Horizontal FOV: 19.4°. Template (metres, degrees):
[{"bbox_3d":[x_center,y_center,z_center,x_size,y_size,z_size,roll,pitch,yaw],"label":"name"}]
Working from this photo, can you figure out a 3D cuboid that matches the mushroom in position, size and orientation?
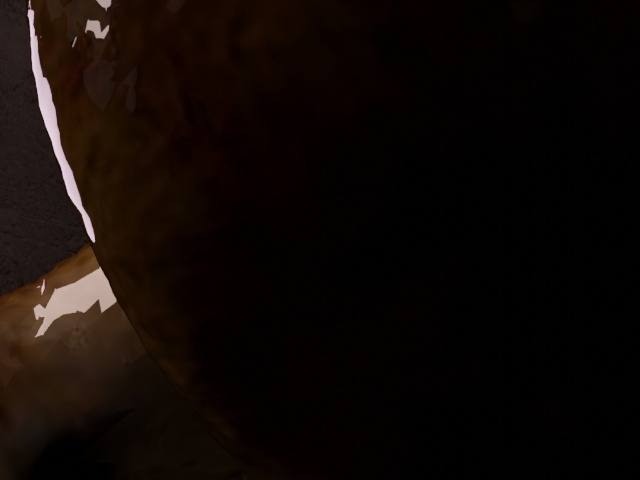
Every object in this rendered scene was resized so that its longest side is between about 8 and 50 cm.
[{"bbox_3d":[0.020,0.008,0.610,0.356,0.331,0.334,-44,21,37],"label":"mushroom"}]

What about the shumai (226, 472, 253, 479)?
[{"bbox_3d":[-0.035,0.208,0.922,0.262,0.314,0.267,45,122,48],"label":"shumai"}]
